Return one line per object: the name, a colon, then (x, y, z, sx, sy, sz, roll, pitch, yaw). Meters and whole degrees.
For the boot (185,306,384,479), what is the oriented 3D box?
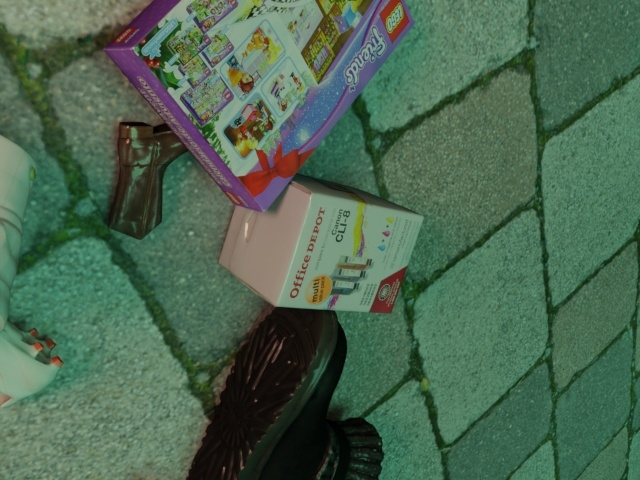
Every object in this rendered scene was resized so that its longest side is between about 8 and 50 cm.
boot: (-0.001, 0.243, 0.795, 0.260, 0.131, 0.347, 18, 108, -36)

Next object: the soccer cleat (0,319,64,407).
soccer cleat: (-0.309, 0.080, 0.522, 0.076, 0.068, 0.196, -39, 131, -10)

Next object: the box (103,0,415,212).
box: (-0.037, -0.201, 0.593, 0.293, 0.057, 0.201, -53, 133, -19)

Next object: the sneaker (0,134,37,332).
sneaker: (-0.355, -0.020, 0.422, 0.293, 0.169, 0.108, 4, 144, -10)

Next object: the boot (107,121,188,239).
boot: (-0.155, -0.058, 0.604, 0.107, 0.037, 0.114, -3, 112, -34)

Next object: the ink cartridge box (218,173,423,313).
ink cartridge box: (0.000, 0.000, 0.693, 0.176, 0.127, 0.128, 8, 104, -40)
